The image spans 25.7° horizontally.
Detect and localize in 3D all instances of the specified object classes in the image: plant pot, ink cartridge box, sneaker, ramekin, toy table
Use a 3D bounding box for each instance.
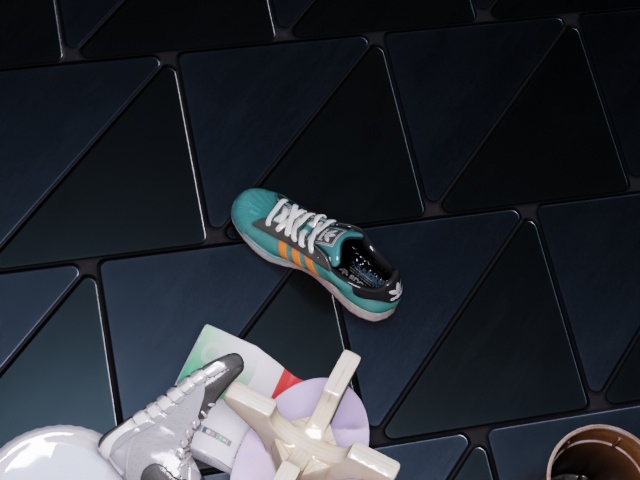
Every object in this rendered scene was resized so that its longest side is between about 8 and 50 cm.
[{"bbox_3d":[0.378,0.366,1.987,0.166,0.165,0.167,4,64,-8],"label":"plant pot"},{"bbox_3d":[-0.106,0.248,2.033,0.224,0.056,0.181,23,64,4],"label":"ink cartridge box"},{"bbox_3d":[-0.170,0.255,1.850,0.228,0.086,0.132,-35,85,6],"label":"sneaker"},{"bbox_3d":[0.000,0.000,2.128,0.302,0.121,0.108,33,64,8],"label":"sneaker"},{"bbox_3d":[-0.352,0.373,1.893,0.272,0.127,0.273,4,63,-7],"label":"ramekin"},{"bbox_3d":[-0.020,0.289,1.923,0.252,0.161,0.274,16,62,2],"label":"toy table"}]
